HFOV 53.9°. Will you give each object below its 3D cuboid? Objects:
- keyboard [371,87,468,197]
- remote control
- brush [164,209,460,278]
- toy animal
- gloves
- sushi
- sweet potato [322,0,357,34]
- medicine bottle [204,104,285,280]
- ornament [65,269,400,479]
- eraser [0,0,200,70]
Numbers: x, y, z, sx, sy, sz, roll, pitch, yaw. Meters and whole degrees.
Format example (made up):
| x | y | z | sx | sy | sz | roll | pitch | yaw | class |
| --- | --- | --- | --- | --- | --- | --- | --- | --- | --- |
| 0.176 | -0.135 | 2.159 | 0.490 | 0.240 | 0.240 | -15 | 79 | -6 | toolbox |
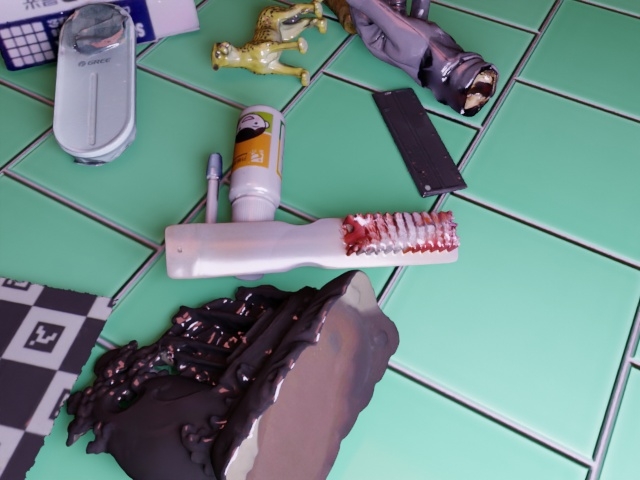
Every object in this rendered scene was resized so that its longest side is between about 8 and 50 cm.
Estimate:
| x | y | z | sx | sy | sz | roll | pitch | yaw | class |
| --- | --- | --- | --- | --- | --- | --- | --- | --- | --- |
| 0.126 | -0.135 | 0.829 | 0.064 | 0.010 | 0.198 | -11 | 54 | -11 | keyboard |
| -0.293 | -0.210 | 0.831 | 0.104 | 0.052 | 0.247 | -7 | 66 | 2 | remote control |
| 0.000 | 0.000 | 0.670 | 0.321 | 0.050 | 0.060 | -3 | 71 | -13 | brush |
| -0.069 | -0.305 | 0.922 | 0.136 | 0.073 | 0.181 | 7 | 56 | 14 | toy animal |
| 0.127 | -0.287 | 0.875 | 0.142 | 0.119 | 0.285 | -10 | 63 | -49 | gloves |
| -0.420 | 0.153 | 0.561 | 0.343 | 0.064 | 0.359 | 10 | 53 | 11 | sushi |
| 0.009 | -0.416 | 1.007 | 0.075 | 0.075 | 0.273 | -23 | 60 | -17 | sweet potato |
| -0.091 | -0.057 | 0.738 | 0.092 | 0.061 | 0.220 | -5 | 59 | 10 | medicine bottle |
| -0.093 | 0.120 | 0.584 | 0.260 | 0.106 | 0.251 | 7 | 45 | 40 | ornament |
| -0.330 | -0.347 | 0.914 | 0.287 | 0.130 | 0.086 | -18 | 51 | -12 | eraser |
